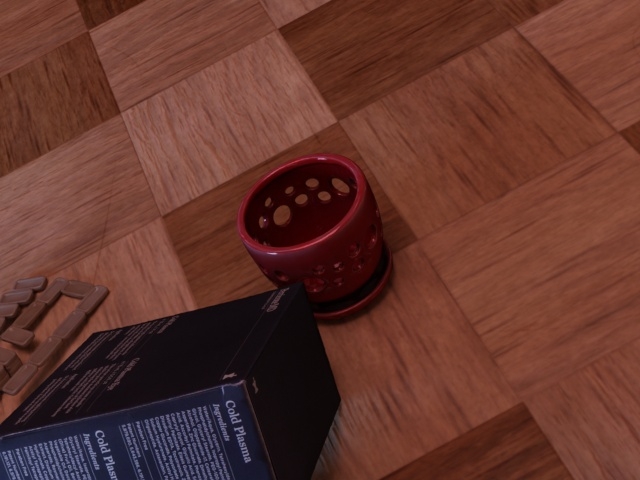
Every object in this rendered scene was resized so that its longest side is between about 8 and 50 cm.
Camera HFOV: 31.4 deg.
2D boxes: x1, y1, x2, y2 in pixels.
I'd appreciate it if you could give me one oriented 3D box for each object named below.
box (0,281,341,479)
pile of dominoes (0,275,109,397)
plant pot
[{"bbox_3d":[-0.168,0.214,1.368,0.312,0.179,0.343,-15,13,15],"label":"box"},{"bbox_3d":[-0.472,0.155,1.801,0.196,0.040,0.251,10,47,34],"label":"pile of dominoes"},{"bbox_3d":[0.000,0.000,1.595,0.191,0.174,0.191,-14,46,14],"label":"plant pot"}]
